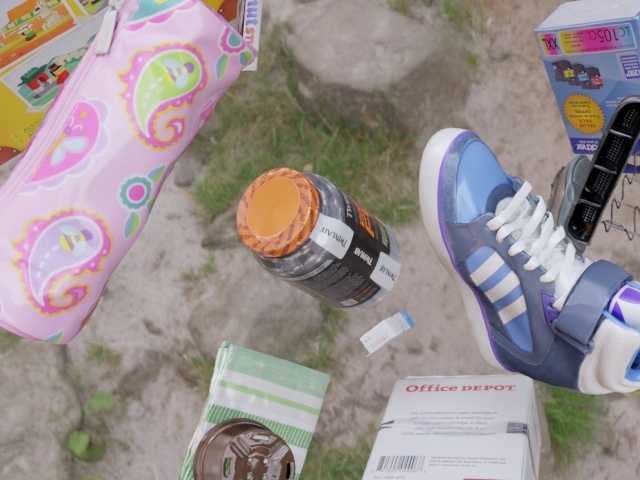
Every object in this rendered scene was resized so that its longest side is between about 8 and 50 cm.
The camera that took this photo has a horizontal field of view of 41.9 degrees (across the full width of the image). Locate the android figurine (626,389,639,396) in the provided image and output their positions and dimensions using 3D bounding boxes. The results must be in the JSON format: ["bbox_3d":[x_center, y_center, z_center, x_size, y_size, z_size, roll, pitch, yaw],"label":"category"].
[{"bbox_3d":[0.647,0.241,1.469,0.248,0.273,0.056,-13,71,24],"label":"android figurine"}]

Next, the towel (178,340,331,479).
[{"bbox_3d":[-0.133,0.382,1.612,0.038,0.247,0.325,-3,67,62],"label":"towel"}]

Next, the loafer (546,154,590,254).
[{"bbox_3d":[0.416,-0.061,1.440,0.084,0.096,0.267,-19,25,35],"label":"loafer"}]

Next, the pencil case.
[{"bbox_3d":[-0.165,-0.066,0.621,0.124,0.124,0.284,29,86,29],"label":"pencil case"}]

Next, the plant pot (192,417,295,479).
[{"bbox_3d":[-0.121,0.382,1.399,0.166,0.165,0.167,3,77,-15],"label":"plant pot"}]

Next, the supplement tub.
[{"bbox_3d":[0.000,0.000,1.615,0.207,0.338,0.207,-12,65,28],"label":"supplement tub"}]

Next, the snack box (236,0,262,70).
[{"bbox_3d":[-0.077,-0.280,0.930,0.022,0.178,0.064,-1,48,-11],"label":"snack box"}]

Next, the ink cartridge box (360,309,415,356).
[{"bbox_3d":[0.087,0.126,1.131,0.048,0.083,0.028,-42,76,29],"label":"ink cartridge box"}]

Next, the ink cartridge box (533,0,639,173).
[{"bbox_3d":[0.673,-0.337,1.863,0.151,0.396,0.270,-42,29,-26],"label":"ink cartridge box"}]

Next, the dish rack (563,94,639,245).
[{"bbox_3d":[0.477,-0.062,1.079,0.271,0.208,0.074,20,31,7],"label":"dish rack"}]

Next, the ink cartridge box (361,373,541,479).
[{"bbox_3d":[0.173,0.296,1.073,0.196,0.114,0.273,-5,26,21],"label":"ink cartridge box"}]

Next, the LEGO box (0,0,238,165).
[{"bbox_3d":[-0.403,-0.379,1.223,0.500,0.372,0.193,-33,65,-4],"label":"LEGO box"}]

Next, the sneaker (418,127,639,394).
[{"bbox_3d":[0.256,0.023,0.887,0.236,0.323,0.130,4,34,45],"label":"sneaker"}]
